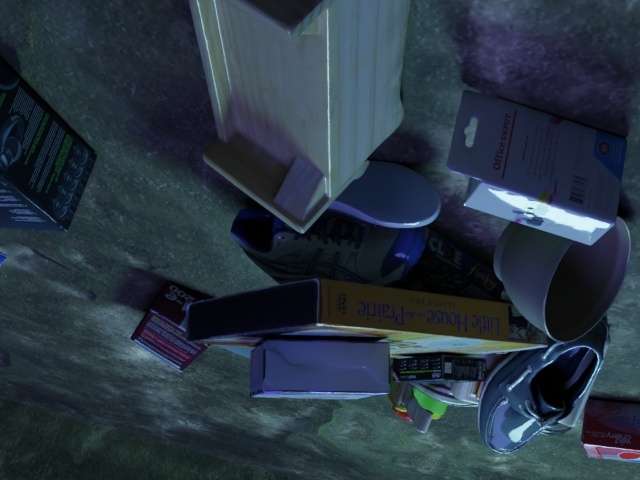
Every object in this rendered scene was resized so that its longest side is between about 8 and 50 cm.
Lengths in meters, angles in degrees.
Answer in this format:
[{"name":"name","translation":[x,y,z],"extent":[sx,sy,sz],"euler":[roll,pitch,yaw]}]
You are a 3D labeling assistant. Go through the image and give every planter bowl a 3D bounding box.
[{"name":"planter bowl","translation":[0.279,0.027,1.127],"extent":[0.109,0.162,0.162],"euler":[30,171,44]}]

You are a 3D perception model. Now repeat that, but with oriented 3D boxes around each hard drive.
[{"name":"hard drive","translation":[-0.184,0.200,1.909],"extent":[0.135,0.022,0.094],"euler":[24,154,-19]}]

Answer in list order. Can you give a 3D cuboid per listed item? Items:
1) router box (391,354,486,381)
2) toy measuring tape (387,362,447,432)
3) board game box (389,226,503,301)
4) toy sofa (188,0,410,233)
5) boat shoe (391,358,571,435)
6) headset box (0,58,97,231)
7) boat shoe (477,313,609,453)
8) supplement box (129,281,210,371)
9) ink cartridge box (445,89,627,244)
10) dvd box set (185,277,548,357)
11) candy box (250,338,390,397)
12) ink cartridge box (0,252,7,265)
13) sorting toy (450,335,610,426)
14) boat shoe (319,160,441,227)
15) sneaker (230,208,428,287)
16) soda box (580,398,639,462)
[{"name":"router box","translation":[0.184,0.202,1.465],"extent":[0.092,0.038,0.122],"euler":[8,167,-35]},{"name":"toy measuring tape","translation":[0.191,0.287,1.678],"extent":[0.122,0.121,0.330],"euler":[19,-176,-8]},{"name":"board game box","translation":[0.124,0.054,1.388],"extent":[0.165,0.042,0.243],"euler":[31,152,-31]},{"name":"toy sofa","translation":[-0.023,-0.179,0.883],"extent":[0.150,0.177,0.362],"euler":[36,161,16]},{"name":"boat shoe","translation":[0.286,0.214,1.575],"extent":[0.324,0.122,0.119],"euler":[17,123,4]},{"name":"headset box","translation":[-0.474,-0.126,1.242],"extent":[0.247,0.131,0.283],"euler":[3,153,25]},{"name":"boat shoe","translation":[0.325,0.225,1.401],"extent":[0.116,0.099,0.319],"euler":[22,125,-7]},{"name":"supplement box","translation":[-0.280,0.171,1.814],"extent":[0.130,0.073,0.239],"euler":[34,153,-8]},{"name":"ink cartridge box","translation":[0.216,-0.076,0.975],"extent":[0.181,0.104,0.061],"euler":[18,155,-4]},{"name":"dvd box set","translation":[0.067,0.120,1.321],"extent":[0.421,0.062,0.308],"euler":[10,165,-38]},{"name":"candy box","translation":[-0.006,0.177,1.277],"extent":[0.165,0.070,0.196],"euler":[2,168,-9]},{"name":"ink cartridge box","translation":[-0.762,0.060,1.902],"extent":[0.165,0.065,0.333],"euler":[27,152,-24]},{"name":"sorting toy","translation":[0.323,0.198,1.467],"extent":[0.208,0.038,0.192],"euler":[15,120,6]},{"name":"boat shoe","translation":[0.044,-0.050,1.170],"extent":[0.229,0.080,0.076],"euler":[7,161,21]},{"name":"sneaker","translation":[0.000,0.000,1.261],"extent":[0.297,0.111,0.131],"euler":[-9,145,40]},{"name":"soda box","translation":[0.607,0.349,1.676],"extent":[0.263,0.092,0.083],"euler":[1,153,28]}]
